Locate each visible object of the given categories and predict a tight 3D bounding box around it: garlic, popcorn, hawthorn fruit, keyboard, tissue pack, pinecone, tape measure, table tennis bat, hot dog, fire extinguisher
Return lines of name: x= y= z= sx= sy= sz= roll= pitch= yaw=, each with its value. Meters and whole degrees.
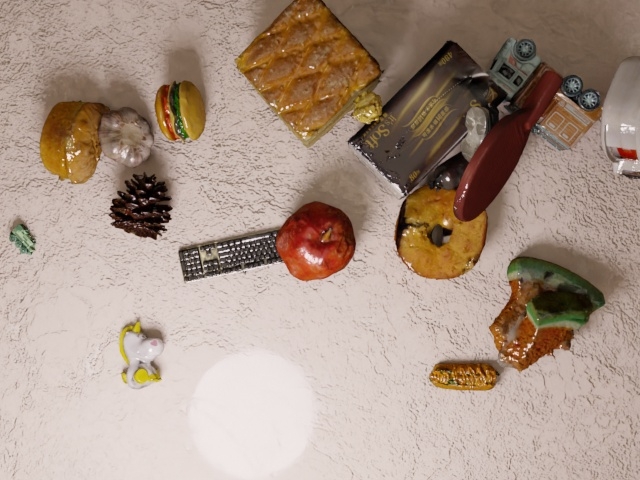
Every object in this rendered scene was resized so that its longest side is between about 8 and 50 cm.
garlic: x=-0.513 y=-0.271 z=1.939 sx=0.147 sy=0.102 sz=0.159 roll=-41 pitch=113 yaw=-26
popcorn: x=0.110 y=-0.315 z=1.758 sx=0.083 sy=0.057 sz=0.082 roll=-33 pitch=50 yaw=10
hawthorn fruit: x=0.000 y=0.000 z=1.844 sx=0.208 sy=0.243 sz=0.207 roll=2 pitch=82 yaw=-12
keyboard: x=-0.219 y=0.042 z=1.970 sx=0.317 sy=0.027 sz=0.106 roll=-13 pitch=89 yaw=2
tissue pack: x=0.255 y=-0.293 z=1.859 sx=0.210 sy=0.198 sz=0.370 roll=44 pitch=93 yaw=-3
pinecone: x=-0.460 y=-0.096 z=1.923 sx=0.163 sy=0.163 sz=0.165 roll=11 pitch=78 yaw=3
tape measure: x=0.788 y=-0.300 z=1.815 sx=0.130 sy=0.265 sz=0.258 roll=17 pitch=88 yaw=38
table tennis bat: x=0.444 y=-0.222 z=1.758 sx=0.051 sy=0.268 sz=0.414 roll=34 pitch=89 yaw=26
hot dog: x=0.377 y=0.357 z=1.931 sx=0.189 sy=0.055 sz=0.072 roll=0 pitch=89 yaw=4
fire extinguisher: x=0.368 y=-0.194 z=1.862 sx=0.268 sy=0.089 sz=0.072 roll=-32 pitch=82 yaw=-19

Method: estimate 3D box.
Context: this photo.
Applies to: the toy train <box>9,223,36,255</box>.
toy train: x=-0.800 y=0.000 z=1.994 sx=0.053 sy=0.033 sz=0.083 roll=-43 pitch=89 yaw=-1

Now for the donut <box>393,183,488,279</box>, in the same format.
donut: x=0.308 y=-0.022 z=1.900 sx=0.254 sy=0.118 sz=0.253 roll=0 pitch=91 yaw=4

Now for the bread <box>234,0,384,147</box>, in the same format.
bread: x=-0.029 y=-0.423 z=1.867 sx=0.279 sy=0.207 sz=0.279 roll=45 pitch=94 yaw=1

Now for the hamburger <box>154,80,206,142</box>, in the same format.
hamburger: x=-0.362 y=-0.332 z=1.911 sx=0.115 sy=0.162 sz=0.161 roll=-8 pitch=90 yaw=7

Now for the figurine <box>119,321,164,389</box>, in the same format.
figurine: x=-0.480 y=0.305 z=1.959 sx=0.130 sy=0.109 sz=0.177 roll=0 pitch=87 yaw=25

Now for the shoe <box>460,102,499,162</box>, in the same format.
shoe: x=0.392 y=-0.256 z=1.751 sx=0.099 sy=0.169 sz=0.071 roll=-31 pitch=50 yaw=-26

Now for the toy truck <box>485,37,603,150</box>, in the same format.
toy truck: x=0.554 y=-0.367 z=1.876 sx=0.305 sy=0.136 sz=0.162 roll=38 pitch=95 yaw=1

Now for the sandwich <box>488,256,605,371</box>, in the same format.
sandwich: x=0.547 y=0.197 z=1.869 sx=0.250 sy=0.162 sz=0.301 roll=32 pitch=89 yaw=6

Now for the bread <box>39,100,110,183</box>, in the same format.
bread: x=-0.655 y=-0.267 z=1.939 sx=0.143 sy=0.139 sz=0.228 roll=14 pitch=90 yaw=10
